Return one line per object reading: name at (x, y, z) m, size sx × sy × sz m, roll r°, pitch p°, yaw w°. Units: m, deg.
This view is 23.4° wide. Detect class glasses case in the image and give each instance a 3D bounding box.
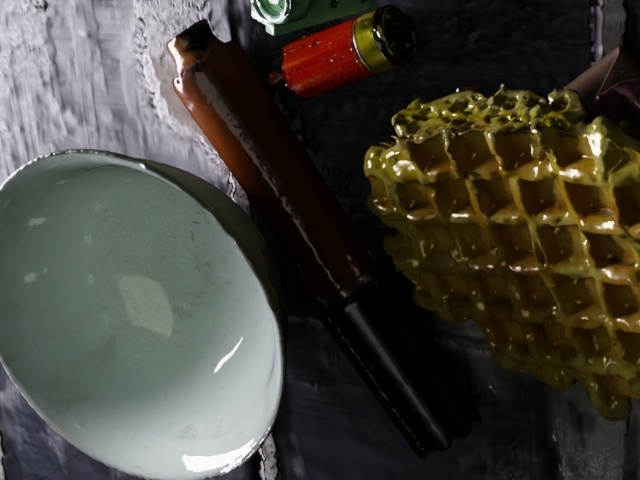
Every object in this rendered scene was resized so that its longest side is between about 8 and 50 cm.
glasses case at (0.258, -0.053, 1.151) m, size 0.193 × 0.070 × 0.102 m, roll 49°, pitch 124°, yaw -2°

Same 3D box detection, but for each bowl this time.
bowl at (-0.134, 0.044, 1.355) m, size 0.313 × 0.146 × 0.313 m, roll 13°, pitch 119°, yaw 25°

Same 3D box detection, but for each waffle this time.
waffle at (0.161, -0.003, 1.180) m, size 0.312 × 0.060 × 0.307 m, roll 32°, pitch 143°, yaw 21°

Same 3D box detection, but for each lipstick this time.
lipstick at (0.000, 0.000, 1.308) m, size 0.077 × 0.077 × 0.418 m, roll -29°, pitch 97°, yaw 35°

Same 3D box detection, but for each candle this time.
candle at (0.011, -0.147, 1.246) m, size 0.131 × 0.052 × 0.052 m, roll -18°, pitch 104°, yaw 33°

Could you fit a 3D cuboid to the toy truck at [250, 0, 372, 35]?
toy truck at (-0.010, -0.294, 1.161) m, size 0.135 × 0.128 × 0.259 m, roll 29°, pitch 129°, yaw 44°
